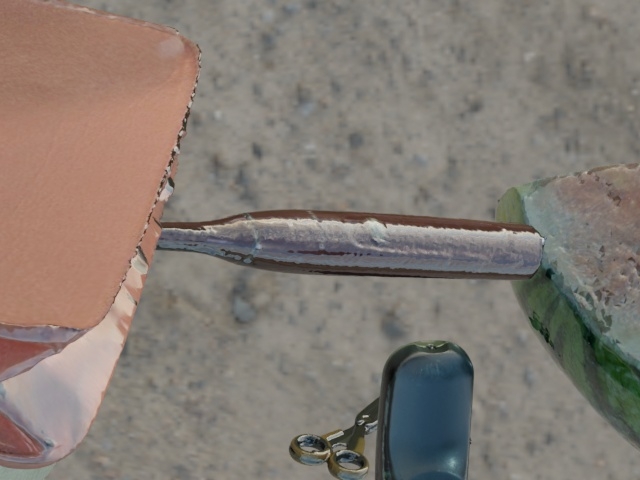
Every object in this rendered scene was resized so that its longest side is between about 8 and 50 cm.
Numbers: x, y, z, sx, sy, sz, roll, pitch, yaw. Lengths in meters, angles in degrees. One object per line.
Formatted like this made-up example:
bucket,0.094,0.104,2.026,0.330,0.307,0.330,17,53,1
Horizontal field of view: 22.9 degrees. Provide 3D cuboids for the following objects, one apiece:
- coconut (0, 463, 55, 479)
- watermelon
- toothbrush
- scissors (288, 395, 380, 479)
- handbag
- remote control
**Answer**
coconut,-0.287,0.081,1.173,0.245,0.247,0.245,-2,90,-68
watermelon,0.266,0.043,1.229,0.261,0.201,0.213,61,9,24
toothbrush,-0.001,0.000,0.934,0.364,0.041,0.041,3,89,-40
scissors,0.044,0.202,1.710,0.220,0.088,0.017,-32,136,-61
handbag,-0.133,-0.023,0.555,0.212,0.157,0.059,-80,-173,-56
remote control,0.078,0.184,1.192,0.072,0.042,0.222,-2,103,-17
